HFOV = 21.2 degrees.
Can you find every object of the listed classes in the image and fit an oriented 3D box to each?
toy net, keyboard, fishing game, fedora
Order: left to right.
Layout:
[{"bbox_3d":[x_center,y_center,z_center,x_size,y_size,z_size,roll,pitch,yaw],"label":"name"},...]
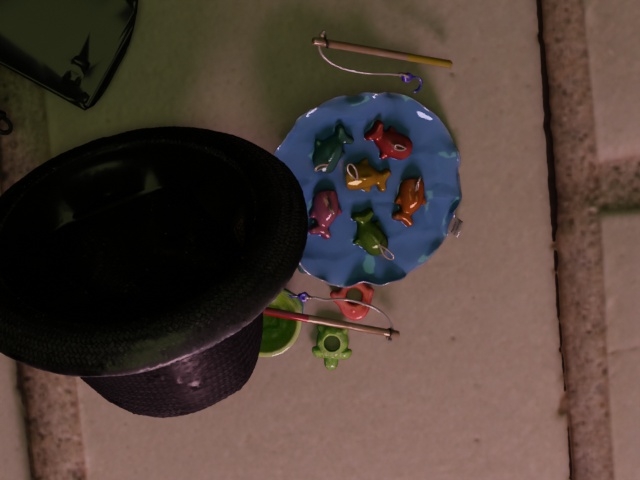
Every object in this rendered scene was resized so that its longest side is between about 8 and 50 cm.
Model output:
[{"bbox_3d":[-0.337,-0.211,1.558,0.317,0.033,0.201,30,91,0],"label":"keyboard"},{"bbox_3d":[-0.149,0.044,1.474,0.334,0.334,0.152,-12,125,4],"label":"fedora"},{"bbox_3d":[0.000,0.000,1.559,0.122,0.045,0.232,17,98,2],"label":"toy net"},{"bbox_3d":[0.046,-0.042,1.528,0.189,0.041,0.264,12,96,-21],"label":"fishing game"}]
